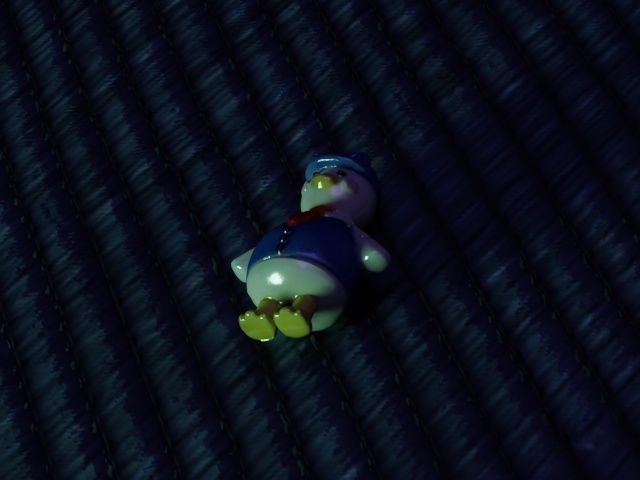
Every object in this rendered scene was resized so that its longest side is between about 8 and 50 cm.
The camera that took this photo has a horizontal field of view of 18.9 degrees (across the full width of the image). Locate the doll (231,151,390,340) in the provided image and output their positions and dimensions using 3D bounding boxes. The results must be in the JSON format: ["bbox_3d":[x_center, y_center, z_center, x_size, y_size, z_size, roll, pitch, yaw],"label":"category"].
[{"bbox_3d":[0.000,0.000,1.054,0.099,0.057,0.143,-3,41,32],"label":"doll"}]
